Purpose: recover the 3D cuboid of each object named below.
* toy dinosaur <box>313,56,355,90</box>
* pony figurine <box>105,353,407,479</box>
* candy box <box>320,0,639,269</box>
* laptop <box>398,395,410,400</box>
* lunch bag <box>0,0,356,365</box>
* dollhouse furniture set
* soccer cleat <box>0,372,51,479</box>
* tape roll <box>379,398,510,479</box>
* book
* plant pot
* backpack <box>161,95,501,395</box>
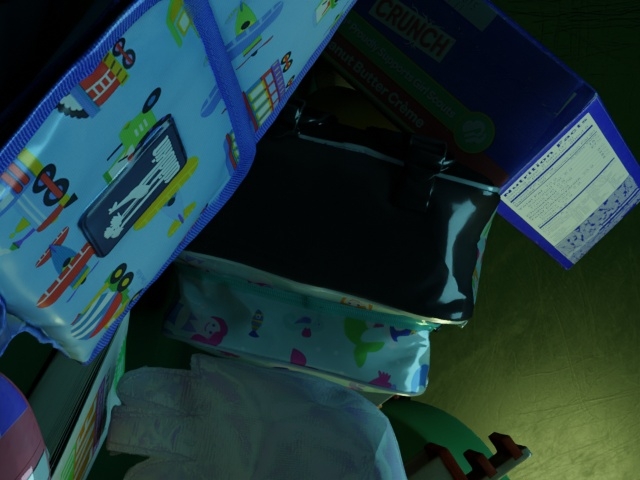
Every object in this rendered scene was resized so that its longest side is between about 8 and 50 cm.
[{"bbox_3d":[0.035,-0.201,1.369,0.160,0.121,0.313,-39,147,-58],"label":"toy dinosaur"},{"bbox_3d":[0.039,0.236,0.772,0.363,0.351,0.303,63,30,-56],"label":"pony figurine"},{"bbox_3d":[0.124,-0.122,1.141,0.122,0.268,0.317,-47,157,6],"label":"candy box"},{"bbox_3d":[-0.009,0.149,1.721,0.408,0.236,0.382,-49,163,-15],"label":"laptop"},{"bbox_3d":[-0.095,-0.083,0.616,0.293,0.138,0.221,-63,169,-13],"label":"lunch bag"},{"bbox_3d":[0.050,0.122,1.199,0.135,0.259,0.262,-36,178,-7],"label":"dollhouse furniture set"},{"bbox_3d":[-0.171,0.173,0.554,0.095,0.083,0.248,11,94,-77],"label":"soccer cleat"},{"bbox_3d":[0.066,0.321,1.364,0.077,0.321,0.321,1,105,-44],"label":"tape roll"},{"bbox_3d":[-0.148,0.114,0.790,0.144,0.035,0.096,-70,173,-49],"label":"book"},{"bbox_3d":[-0.001,-0.062,1.246,0.095,0.134,0.134,-33,141,-41],"label":"plant pot"},{"bbox_3d":[0.000,0.000,0.951,0.253,0.225,0.191,-93,-162,-83],"label":"backpack"}]
